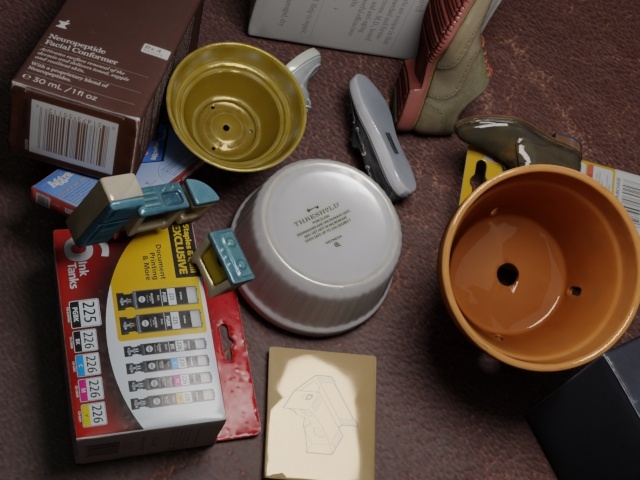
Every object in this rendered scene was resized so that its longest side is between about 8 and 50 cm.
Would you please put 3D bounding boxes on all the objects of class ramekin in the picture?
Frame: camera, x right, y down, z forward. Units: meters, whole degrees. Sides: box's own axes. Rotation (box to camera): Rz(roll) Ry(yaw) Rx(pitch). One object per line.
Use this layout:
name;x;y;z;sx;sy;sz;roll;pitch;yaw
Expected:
ramekin;0.000;0.000;1.675;0.272;0.127;0.273;7;64;-14

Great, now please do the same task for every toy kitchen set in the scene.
toy kitchen set;-0.200;0.000;1.473;0.207;0.122;0.166;-14;73;-41

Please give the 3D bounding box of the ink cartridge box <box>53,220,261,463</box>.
ink cartridge box;-0.230;0.135;1.567;0.271;0.130;0.309;-6;66;-16

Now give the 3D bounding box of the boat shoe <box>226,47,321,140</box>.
boat shoe;-0.061;-0.222;1.814;0.081;0.079;0.227;41;69;1

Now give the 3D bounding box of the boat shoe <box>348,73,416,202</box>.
boat shoe;0.085;-0.162;1.816;0.080;0.076;0.229;-3;66;-56

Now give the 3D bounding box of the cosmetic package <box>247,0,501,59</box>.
cosmetic package;0.100;-0.537;1.856;0.393;0.327;0.329;6;63;-11

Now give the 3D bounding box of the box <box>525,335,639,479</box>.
box;0.501;0.230;1.590;0.294;0.296;0.183;-21;71;-21

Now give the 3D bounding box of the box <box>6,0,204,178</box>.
box;-0.315;-0.270;1.677;0.191;0.143;0.381;16;42;-2

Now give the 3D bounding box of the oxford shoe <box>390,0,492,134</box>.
oxford shoe;0.224;-0.309;1.772;0.130;0.348;0.123;11;50;-13

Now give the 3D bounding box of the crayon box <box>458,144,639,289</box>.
crayon box;0.375;-0.043;1.815;0.322;0.083;0.203;16;62;-6

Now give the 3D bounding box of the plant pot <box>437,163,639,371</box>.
plant pot;0.299;0.045;1.622;0.290;0.203;0.291;1;85;-7

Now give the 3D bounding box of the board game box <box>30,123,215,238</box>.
board game box;-0.289;-0.102;1.646;0.145;0.027;0.281;25;36;13

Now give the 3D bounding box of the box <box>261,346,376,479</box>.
box;-0.001;0.260;1.619;0.164;0.021;0.201;7;64;-9

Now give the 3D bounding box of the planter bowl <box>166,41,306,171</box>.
planter bowl;-0.137;-0.189;1.697;0.217;0.090;0.217;6;69;-16

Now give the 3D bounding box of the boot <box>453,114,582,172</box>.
boot;0.316;-0.129;1.751;0.219;0.082;0.106;12;60;-9
